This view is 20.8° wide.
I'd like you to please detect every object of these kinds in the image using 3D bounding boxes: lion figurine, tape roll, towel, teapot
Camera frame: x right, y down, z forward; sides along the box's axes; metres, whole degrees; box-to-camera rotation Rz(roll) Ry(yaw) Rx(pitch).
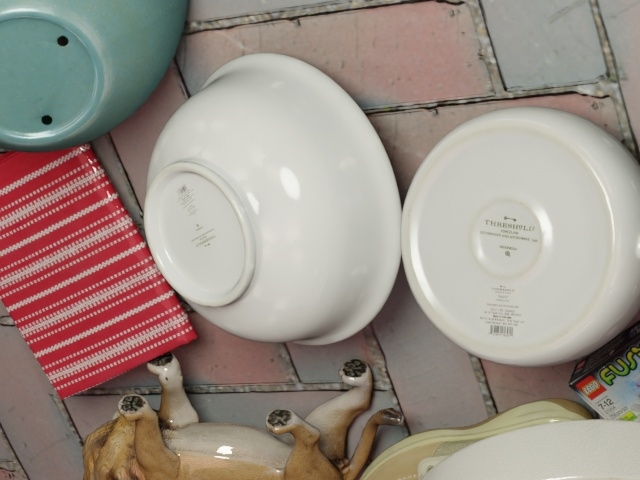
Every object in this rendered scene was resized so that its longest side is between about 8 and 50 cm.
[{"bbox_3d":[-0.093,0.242,1.952,0.392,0.142,0.240,8,134,15],"label":"lion figurine"},{"bbox_3d":[0.273,0.320,1.785,0.391,0.072,0.392,1,139,1],"label":"tape roll"},{"bbox_3d":[-0.274,0.021,1.893,0.198,0.031,0.275,-25,99,27],"label":"towel"},{"bbox_3d":[0.213,-0.005,1.598,0.252,0.187,0.256,-46,69,25],"label":"teapot"}]

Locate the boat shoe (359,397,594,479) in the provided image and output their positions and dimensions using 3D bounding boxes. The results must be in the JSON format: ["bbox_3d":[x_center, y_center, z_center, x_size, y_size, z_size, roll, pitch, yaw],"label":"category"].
[{"bbox_3d":[0.158,0.260,1.854,0.302,0.098,0.109,-24,132,33],"label":"boat shoe"}]

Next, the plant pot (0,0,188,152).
[{"bbox_3d":[-0.263,-0.195,1.598,0.290,0.195,0.290,-3,123,-4],"label":"plant pot"}]

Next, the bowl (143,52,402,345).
[{"bbox_3d":[-0.074,-0.022,1.678,0.297,0.134,0.298,17,117,37],"label":"bowl"}]

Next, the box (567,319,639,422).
[{"bbox_3d":[0.354,0.121,1.716,0.114,0.036,0.207,41,131,-7],"label":"box"}]
